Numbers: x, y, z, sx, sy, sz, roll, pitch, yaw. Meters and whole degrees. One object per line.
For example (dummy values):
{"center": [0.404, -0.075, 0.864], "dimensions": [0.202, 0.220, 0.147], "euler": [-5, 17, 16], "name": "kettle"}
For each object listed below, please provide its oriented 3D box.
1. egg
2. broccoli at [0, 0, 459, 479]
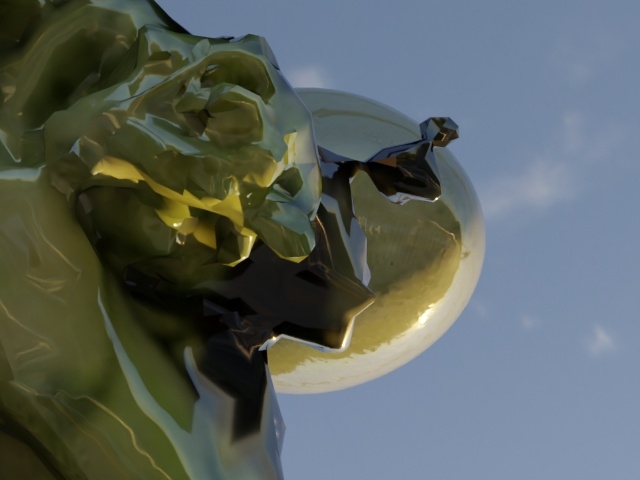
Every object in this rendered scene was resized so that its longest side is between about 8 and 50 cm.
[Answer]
{"center": [0.000, 0.000, 1.280], "dimensions": [0.218, 0.295, 0.218], "euler": [1, -92, -38], "name": "egg"}
{"center": [-0.091, 0.066, 0.470], "dimensions": [0.281, 0.348, 0.293], "euler": [36, -71, 4], "name": "broccoli"}
